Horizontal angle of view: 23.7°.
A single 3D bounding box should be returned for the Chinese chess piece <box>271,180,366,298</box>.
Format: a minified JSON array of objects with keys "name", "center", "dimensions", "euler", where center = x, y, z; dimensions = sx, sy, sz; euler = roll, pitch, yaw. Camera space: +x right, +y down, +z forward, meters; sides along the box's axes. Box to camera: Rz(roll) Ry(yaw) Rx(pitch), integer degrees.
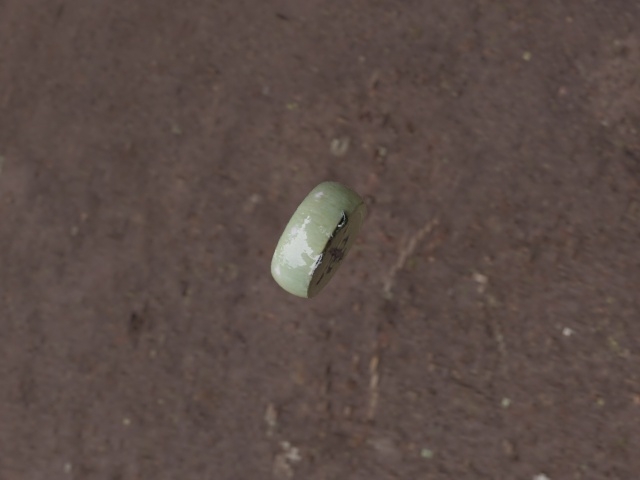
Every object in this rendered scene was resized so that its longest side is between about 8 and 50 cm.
[{"name":"Chinese chess piece","center":[0.000,0.000,1.045],"dimensions":[0.034,0.084,0.084],"euler":[31,101,12]}]
